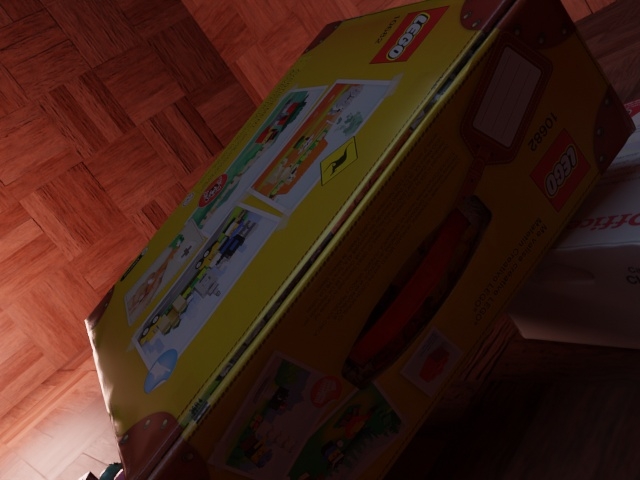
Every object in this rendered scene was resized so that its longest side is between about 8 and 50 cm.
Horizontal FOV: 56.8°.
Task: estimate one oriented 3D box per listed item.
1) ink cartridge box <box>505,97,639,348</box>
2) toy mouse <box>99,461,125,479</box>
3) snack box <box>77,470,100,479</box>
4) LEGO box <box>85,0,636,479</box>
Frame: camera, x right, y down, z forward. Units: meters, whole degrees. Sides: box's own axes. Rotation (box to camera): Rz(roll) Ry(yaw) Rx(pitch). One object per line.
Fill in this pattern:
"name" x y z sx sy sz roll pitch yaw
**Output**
"ink cartridge box" 0.339 -0.037 0.614 0.306 0.131 0.226 -44 15 -23
"toy mouse" -0.347 0.404 1.025 0.143 0.031 0.161 -42 15 -24
"snack box" -0.318 0.402 0.810 0.037 0.100 0.141 -35 14 9
"LEGO box" 0.000 0.000 0.628 0.500 0.193 0.372 -52 28 -6
